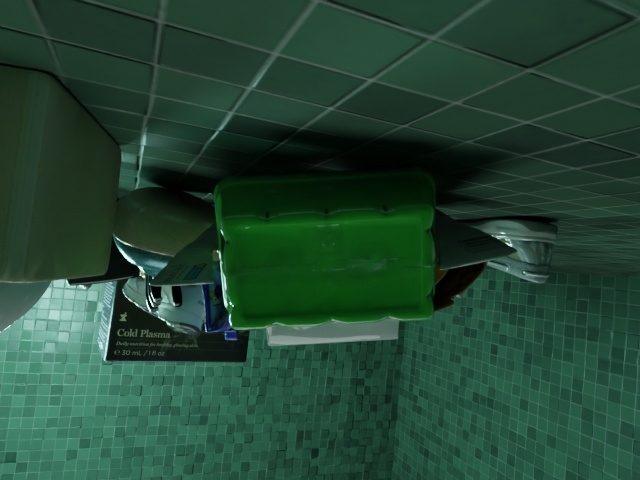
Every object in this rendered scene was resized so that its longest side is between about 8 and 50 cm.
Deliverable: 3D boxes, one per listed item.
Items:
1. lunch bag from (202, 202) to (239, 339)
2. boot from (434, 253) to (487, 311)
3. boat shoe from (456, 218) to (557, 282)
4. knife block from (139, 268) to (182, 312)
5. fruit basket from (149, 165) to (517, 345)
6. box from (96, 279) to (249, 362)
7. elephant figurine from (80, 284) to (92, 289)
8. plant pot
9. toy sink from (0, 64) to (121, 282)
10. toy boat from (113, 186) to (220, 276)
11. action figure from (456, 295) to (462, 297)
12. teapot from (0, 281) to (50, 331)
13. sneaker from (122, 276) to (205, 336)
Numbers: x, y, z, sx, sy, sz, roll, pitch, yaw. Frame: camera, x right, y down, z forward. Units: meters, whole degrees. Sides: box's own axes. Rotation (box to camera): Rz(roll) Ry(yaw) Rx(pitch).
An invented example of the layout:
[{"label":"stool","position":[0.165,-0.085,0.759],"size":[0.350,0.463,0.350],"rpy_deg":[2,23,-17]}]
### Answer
[{"label":"lunch bag","position":[-0.177,0.079,1.083],"size":[0.138,0.293,0.221],"rpy_deg":[5,176,9]},{"label":"boot","position":[0.069,0.055,0.682],"size":[0.295,0.104,0.211],"rpy_deg":[-29,-150,-16]},{"label":"boat shoe","position":[0.295,0.020,0.891],"size":[0.118,0.103,0.320],"rpy_deg":[8,176,-23]},{"label":"knife block","position":[-0.362,0.034,1.084],"size":[0.088,0.242,0.276],"rpy_deg":[9,175,-31]},{"label":"fruit basket","position":[0.009,0.001,0.581],"size":[0.327,0.165,0.353],"rpy_deg":[-3,-174,-1]},{"label":"box","position":[-0.506,0.177,1.717],"size":[0.480,0.472,0.297],"rpy_deg":[8,174,-29]},{"label":"elephant figurine","position":[-0.750,0.010,1.328],"size":[0.186,0.239,0.169],"rpy_deg":[5,176,16]},{"label":"plant pot","position":[-0.546,0.018,1.153],"size":[0.167,0.188,0.187],"rpy_deg":[-20,-171,-28]},{"label":"toy sink","position":[-0.281,-0.047,0.433],"size":[0.131,0.153,0.234],"rpy_deg":[7,177,-10]},{"label":"toy boat","position":[-0.308,-0.015,0.762],"size":[0.318,0.148,0.267],"rpy_deg":[13,-169,-19]},{"label":"action figure","position":[0.245,0.106,1.350],"size":[0.330,0.178,0.341],"rpy_deg":[7,162,26]},{"label":"teapot","position":[-0.594,0.034,0.794],"size":[0.252,0.256,0.187],"rpy_deg":[-12,130,10]},{"label":"sneaker","position":[-0.361,0.130,1.150],"size":[0.297,0.129,0.111],"rpy_deg":[15,160,36]}]
